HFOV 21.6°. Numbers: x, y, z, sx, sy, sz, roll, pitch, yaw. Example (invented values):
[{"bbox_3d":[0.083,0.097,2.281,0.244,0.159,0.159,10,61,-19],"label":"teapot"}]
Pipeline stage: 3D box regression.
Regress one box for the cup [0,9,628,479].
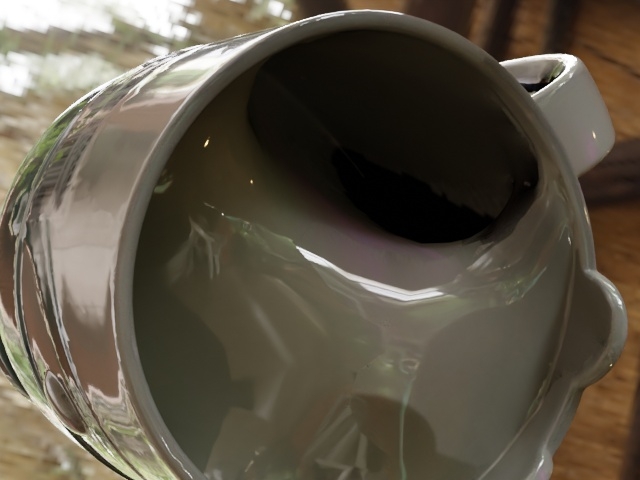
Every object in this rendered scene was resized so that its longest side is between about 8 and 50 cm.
[{"bbox_3d":[0.000,0.000,0.771,0.290,0.219,0.258,-34,-164,-22],"label":"cup"}]
